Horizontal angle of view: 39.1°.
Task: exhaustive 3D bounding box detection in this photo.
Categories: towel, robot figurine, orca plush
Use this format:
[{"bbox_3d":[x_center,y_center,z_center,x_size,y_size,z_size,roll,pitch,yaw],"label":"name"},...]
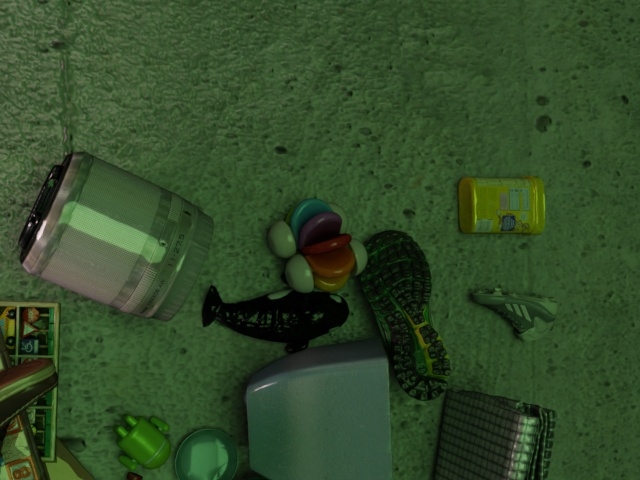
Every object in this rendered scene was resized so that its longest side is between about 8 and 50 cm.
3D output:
[{"bbox_3d":[0.339,0.416,1.735,0.121,0.283,0.235,13,84,-22],"label":"towel"},{"bbox_3d":[-0.312,0.356,1.590,0.115,0.067,0.101,45,65,-15],"label":"robot figurine"},{"bbox_3d":[-0.068,0.128,1.677,0.287,0.102,0.151,18,82,-20],"label":"orca plush"}]

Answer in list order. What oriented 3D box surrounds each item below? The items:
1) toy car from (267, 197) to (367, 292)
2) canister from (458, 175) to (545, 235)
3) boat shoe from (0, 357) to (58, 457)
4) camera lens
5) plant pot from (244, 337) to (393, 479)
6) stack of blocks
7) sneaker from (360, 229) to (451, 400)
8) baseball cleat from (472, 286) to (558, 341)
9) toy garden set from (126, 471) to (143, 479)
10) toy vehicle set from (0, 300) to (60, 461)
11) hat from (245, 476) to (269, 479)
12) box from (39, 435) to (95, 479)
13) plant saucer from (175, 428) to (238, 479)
[{"bbox_3d":[0.000,0.000,1.676,0.159,0.136,0.182,-20,70,-20],"label":"toy car"},{"bbox_3d":[0.376,-0.073,1.881,0.169,0.073,0.126,0,88,-21],"label":"canister"},{"bbox_3d":[-0.524,0.304,1.343,0.342,0.123,0.123,-34,102,-7],"label":"boat shoe"},{"bbox_3d":[-0.345,-0.005,1.508,0.274,0.219,0.219,25,79,-20],"label":"camera lens"},{"bbox_3d":[-0.005,0.317,1.623,0.252,0.248,0.247,-2,92,0],"label":"plant pot"},{"bbox_3d":[-0.558,0.302,1.436,0.171,0.087,0.297,-16,92,-12],"label":"stack of blocks"},{"bbox_3d":[0.157,0.147,1.765,0.134,0.146,0.344,-10,78,-2],"label":"sneaker"},{"bbox_3d":[0.408,0.157,1.887,0.205,0.072,0.110,7,92,-18],"label":"baseball cleat"},{"bbox_3d":[-0.285,0.543,1.604,0.244,0.049,0.204,24,80,-20],"label":"toy garden set"},{"bbox_3d":[-0.525,0.234,1.510,0.165,0.035,0.267,1,87,-12],"label":"toy vehicle set"},{"bbox_3d":[-0.085,0.529,1.578,0.173,0.183,0.209,-20,119,-29],"label":"hat"},{"bbox_3d":[-0.448,0.459,1.527,0.164,0.021,0.201,-42,87,-19],"label":"box"},{"bbox_3d":[-0.210,0.404,1.654,0.119,0.021,0.119,0,89,-22],"label":"plant saucer"}]
